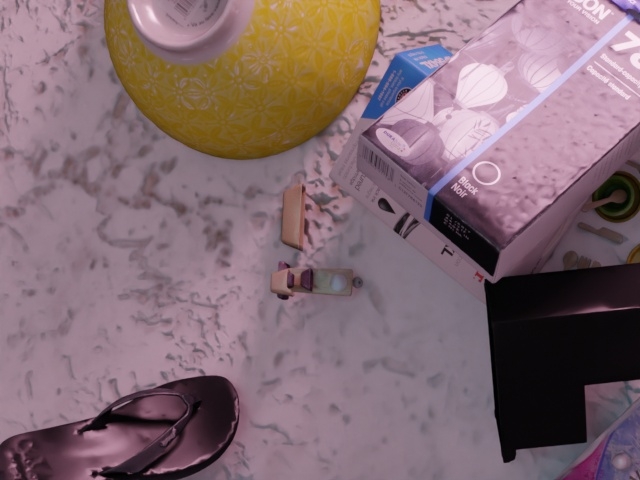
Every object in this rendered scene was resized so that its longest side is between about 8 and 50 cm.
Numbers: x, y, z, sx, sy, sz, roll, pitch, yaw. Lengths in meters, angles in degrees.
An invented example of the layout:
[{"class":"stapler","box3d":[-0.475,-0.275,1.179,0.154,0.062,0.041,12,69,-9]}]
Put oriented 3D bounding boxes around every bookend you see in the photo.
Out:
[{"class":"bookend","box3d":[0.231,0.108,1.556,0.157,0.072,0.156,-7,121,3]}]

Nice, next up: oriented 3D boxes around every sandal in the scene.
[{"class":"sandal","box3d":[-0.185,0.190,1.665,0.097,0.254,0.054,55,149,29]}]

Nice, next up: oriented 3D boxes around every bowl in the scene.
[{"class":"bowl","box3d":[-0.103,-0.229,1.690,0.289,0.156,0.289,-1,86,23]}]

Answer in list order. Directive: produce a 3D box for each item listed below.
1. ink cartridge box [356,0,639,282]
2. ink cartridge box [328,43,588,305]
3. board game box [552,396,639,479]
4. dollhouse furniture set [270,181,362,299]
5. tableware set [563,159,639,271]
[{"class":"ink cartridge box","box3d":[0.203,-0.125,1.515,0.165,0.065,0.332,40,66,20]},{"class":"ink cartridge box","box3d":[0.132,-0.061,1.603,0.203,0.086,0.148,39,118,20]},{"class":"board game box","box3d":[0.415,0.262,1.472,0.390,0.050,0.390,49,113,18]},{"class":"dollhouse furniture set","box3d":[0.000,0.000,1.680,0.081,0.091,0.114,2,84,7]},{"class":"tableware set","box3d":[0.279,0.002,1.590,0.104,0.024,0.154,24,95,21]}]
